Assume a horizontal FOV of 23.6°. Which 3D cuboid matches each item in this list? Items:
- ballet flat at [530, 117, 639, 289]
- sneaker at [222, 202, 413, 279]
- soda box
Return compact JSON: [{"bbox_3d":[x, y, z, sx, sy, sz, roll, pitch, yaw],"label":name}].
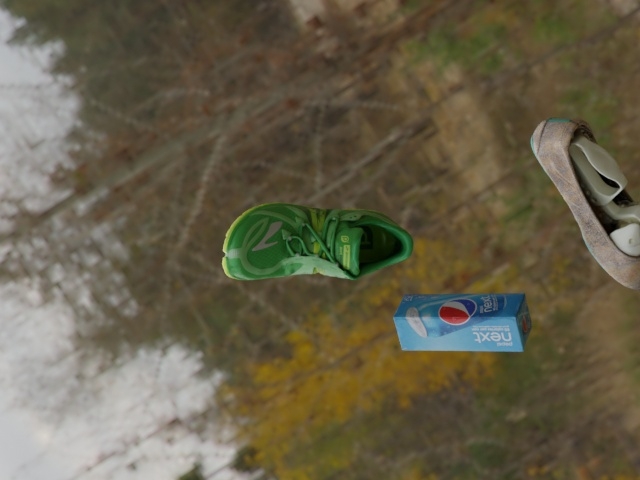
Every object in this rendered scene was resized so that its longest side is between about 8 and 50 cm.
[{"bbox_3d":[0.435,-0.055,2.325,0.316,0.107,0.106,51,146,-16],"label":"ballet flat"},{"bbox_3d":[0.000,0.000,2.156,0.123,0.295,0.109,12,106,60],"label":"sneaker"},{"bbox_3d":[0.230,0.132,2.480,0.067,0.210,0.071,-59,-40,-50],"label":"soda box"}]
